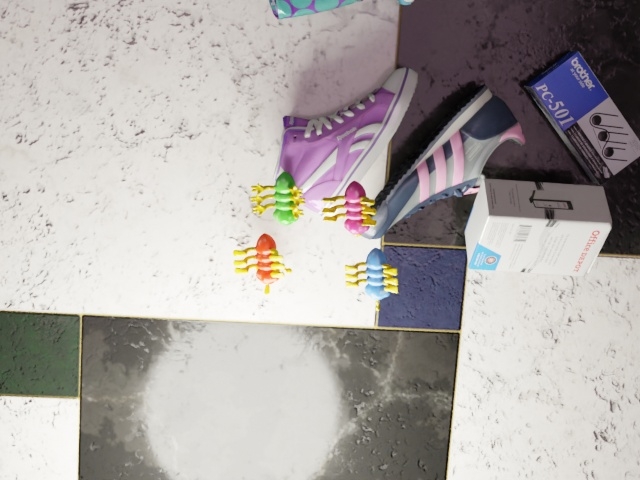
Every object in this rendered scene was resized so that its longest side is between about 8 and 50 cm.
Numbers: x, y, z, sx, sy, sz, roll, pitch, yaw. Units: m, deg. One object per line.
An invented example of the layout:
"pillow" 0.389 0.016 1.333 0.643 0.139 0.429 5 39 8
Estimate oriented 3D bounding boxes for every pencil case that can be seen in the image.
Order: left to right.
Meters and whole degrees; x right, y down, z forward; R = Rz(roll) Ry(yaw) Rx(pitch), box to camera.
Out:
"pencil case" -0.008 -0.397 1.722 0.152 0.064 0.070 -13 118 -2

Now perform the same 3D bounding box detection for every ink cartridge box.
"ink cartridge box" 0.353 -0.020 1.779 0.203 0.086 0.148 4 142 -6
"ink cartridge box" 0.439 -0.202 1.801 0.097 0.046 0.207 -37 101 3

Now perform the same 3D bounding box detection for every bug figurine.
"bug figurine" 0.000 0.000 1.744 0.279 0.072 0.216 8 115 17

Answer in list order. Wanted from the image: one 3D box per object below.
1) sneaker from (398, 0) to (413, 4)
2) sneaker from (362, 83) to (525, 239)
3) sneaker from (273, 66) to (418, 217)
"sneaker" 0.147 -0.486 1.704 0.092 0.087 0.228 -1 104 -6
"sneaker" 0.200 -0.099 1.773 0.131 0.112 0.319 42 97 -8
"sneaker" 0.029 -0.186 1.752 0.161 0.102 0.282 34 97 -7
